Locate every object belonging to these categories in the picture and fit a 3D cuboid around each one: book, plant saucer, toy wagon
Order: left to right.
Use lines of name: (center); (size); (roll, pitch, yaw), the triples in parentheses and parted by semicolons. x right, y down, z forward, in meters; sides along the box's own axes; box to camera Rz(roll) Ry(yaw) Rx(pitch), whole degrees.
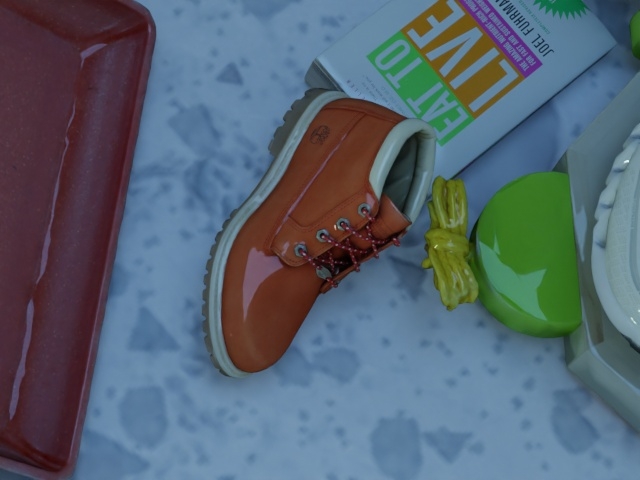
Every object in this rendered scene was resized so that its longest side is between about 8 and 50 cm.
plant saucer: (-0.206, -0.039, 0.810); (0.259, 0.048, 0.258); (25, 65, -40)
book: (0.077, -0.098, 0.939); (0.144, 0.035, 0.096); (-39, 85, -19)
toy wagon: (0.219, 0.004, 0.903); (0.344, 0.068, 0.267); (-1, 72, -7)

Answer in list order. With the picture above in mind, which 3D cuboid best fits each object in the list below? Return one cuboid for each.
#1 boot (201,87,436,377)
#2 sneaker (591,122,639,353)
boot: (0.000, 0.000, 0.856); (0.084, 0.059, 0.158); (16, 77, 41)
sneaker: (0.230, -0.068, 0.832); (0.110, 0.118, 0.292); (35, 73, 3)
